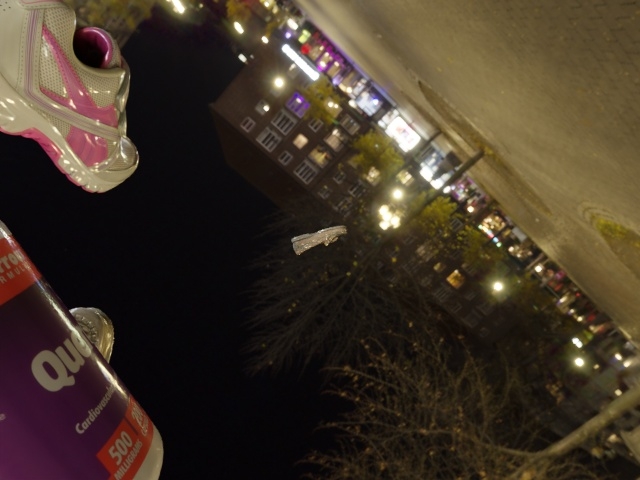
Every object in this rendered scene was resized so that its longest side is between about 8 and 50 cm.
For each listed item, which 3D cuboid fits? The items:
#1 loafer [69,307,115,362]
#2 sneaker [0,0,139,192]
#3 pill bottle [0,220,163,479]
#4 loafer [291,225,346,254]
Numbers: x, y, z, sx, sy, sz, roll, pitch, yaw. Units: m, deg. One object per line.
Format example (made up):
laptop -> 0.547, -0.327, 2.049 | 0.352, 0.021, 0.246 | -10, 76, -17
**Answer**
loafer -> -0.406, 0.206, 0.808 | 0.102, 0.268, 0.092 | 32, -154, 3
sneaker -> -0.215, -0.127, 0.433 | 0.103, 0.111, 0.252 | 51, 174, 9
pill bottle -> -0.276, 0.104, 0.362 | 0.322, 0.182, 0.181 | 62, -170, -17
loafer -> 0.000, 0.000, 1.068 | 0.045, 0.125, 0.039 | 66, -170, -78
